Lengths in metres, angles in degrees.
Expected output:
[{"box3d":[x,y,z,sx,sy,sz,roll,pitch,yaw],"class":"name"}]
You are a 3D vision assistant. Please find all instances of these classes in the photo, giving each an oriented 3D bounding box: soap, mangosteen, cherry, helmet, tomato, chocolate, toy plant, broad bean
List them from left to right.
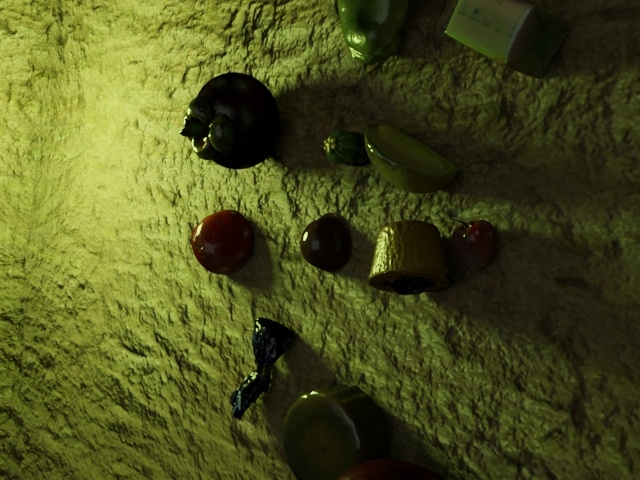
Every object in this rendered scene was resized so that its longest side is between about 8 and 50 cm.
[{"box3d":[-0.339,0.010,2.207,0.233,0.139,0.201,-35,72,35],"class":"tomato"},{"box3d":[-0.276,-0.369,2.071,0.300,0.300,0.301,-2,86,42],"class":"mangosteen"},{"box3d":[-0.186,0.400,2.076,0.148,0.126,0.344,-103,32,-69],"class":"chocolate"},{"box3d":[0.000,0.000,1.929,0.155,0.106,0.175,-2,82,41],"class":"helmet"},{"box3d":[0.075,-0.249,1.832,0.092,0.162,0.093,-1,89,43],"class":"toy plant"},{"box3d":[0.142,-0.619,1.821,0.238,0.119,0.291,-23,70,48],"class":"broad bean"},{"box3d":[0.364,0.005,1.613,0.106,0.086,0.127,17,118,40],"class":"cherry"},{"box3d":[0.417,-0.474,1.523,0.199,0.182,0.139,42,115,36],"class":"soap"}]

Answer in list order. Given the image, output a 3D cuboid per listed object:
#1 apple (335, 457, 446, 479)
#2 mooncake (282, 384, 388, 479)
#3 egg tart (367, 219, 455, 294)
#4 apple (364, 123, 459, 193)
[{"box3d":[0.165,0.698,1.607,0.328,0.295,0.365,13,114,23],"class":"apple"},{"box3d":[0.042,0.535,1.826,0.290,0.161,0.291,0,89,41],"class":"mooncake"},{"box3d":[0.220,0.049,1.671,0.215,0.215,0.171,-13,68,41],"class":"egg tart"},{"box3d":[0.201,-0.194,1.708,0.265,0.193,0.120,41,124,32],"class":"apple"}]
